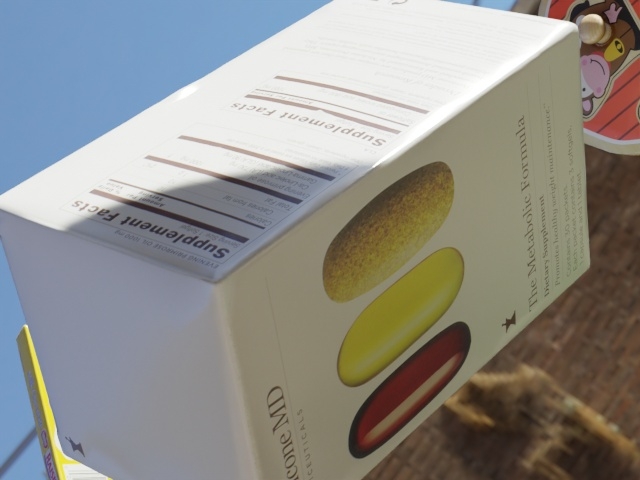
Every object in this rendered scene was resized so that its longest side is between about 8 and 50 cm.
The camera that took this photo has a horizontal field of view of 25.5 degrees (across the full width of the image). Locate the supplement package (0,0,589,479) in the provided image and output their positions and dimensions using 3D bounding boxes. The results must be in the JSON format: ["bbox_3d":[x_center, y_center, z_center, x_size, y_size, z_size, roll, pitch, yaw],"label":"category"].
[{"bbox_3d":[0.000,0.000,0.635,0.244,0.133,0.139,-37,-50,-38],"label":"supplement package"}]

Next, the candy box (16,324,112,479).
[{"bbox_3d":[-0.171,0.158,1.119,0.105,0.206,0.027,9,-43,-37],"label":"candy box"}]

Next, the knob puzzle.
[{"bbox_3d":[0.202,-0.140,0.906,0.030,0.213,0.213,8,-63,-43],"label":"knob puzzle"}]
